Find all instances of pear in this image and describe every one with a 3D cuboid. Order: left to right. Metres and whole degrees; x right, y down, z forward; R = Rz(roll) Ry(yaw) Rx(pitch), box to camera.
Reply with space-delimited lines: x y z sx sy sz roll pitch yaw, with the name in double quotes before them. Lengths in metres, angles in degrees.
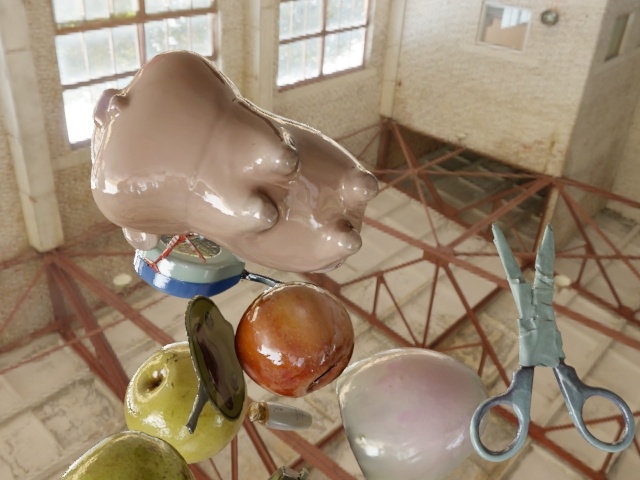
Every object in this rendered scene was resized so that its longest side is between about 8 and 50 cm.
"pear" -0.390 0.539 1.286 0.304 0.303 0.304 3 -149 -2
"pear" -0.371 0.444 1.766 0.349 0.348 0.348 3 -149 -2

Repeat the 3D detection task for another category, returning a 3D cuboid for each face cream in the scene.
"face cream" -0.099 0.438 1.590 0.182 0.051 0.072 23 -151 -38

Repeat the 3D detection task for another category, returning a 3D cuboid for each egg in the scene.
"egg" 0.257 0.431 1.618 0.340 0.354 0.354 -24 -152 13

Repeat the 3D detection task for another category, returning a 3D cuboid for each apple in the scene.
"apple" -0.037 0.180 1.118 0.235 0.210 0.173 12 -147 -53

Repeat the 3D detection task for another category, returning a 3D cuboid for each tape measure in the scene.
"tape measure" -0.224 0.067 1.308 0.351 0.097 0.215 30 -156 25

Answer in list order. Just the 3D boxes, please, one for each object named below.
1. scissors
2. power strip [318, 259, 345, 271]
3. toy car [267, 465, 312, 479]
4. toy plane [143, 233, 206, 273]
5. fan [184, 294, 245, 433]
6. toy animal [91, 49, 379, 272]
"scissors" 0.348 0.155 1.029 0.256 0.383 0.029 -8 172 3
"power strip" 0.000 0.000 1.508 0.154 0.154 0.078 6 175 3
"toy car" -0.081 0.601 1.413 0.204 0.198 0.248 30 171 -1
"toy plane" -0.245 -0.002 1.153 0.126 0.194 0.077 33 -141 10
"fan" -0.181 0.215 1.065 0.011 0.229 0.335 -18 -164 8
"toy animal" -0.101 -0.078 0.729 0.326 0.237 0.269 27 170 -36
